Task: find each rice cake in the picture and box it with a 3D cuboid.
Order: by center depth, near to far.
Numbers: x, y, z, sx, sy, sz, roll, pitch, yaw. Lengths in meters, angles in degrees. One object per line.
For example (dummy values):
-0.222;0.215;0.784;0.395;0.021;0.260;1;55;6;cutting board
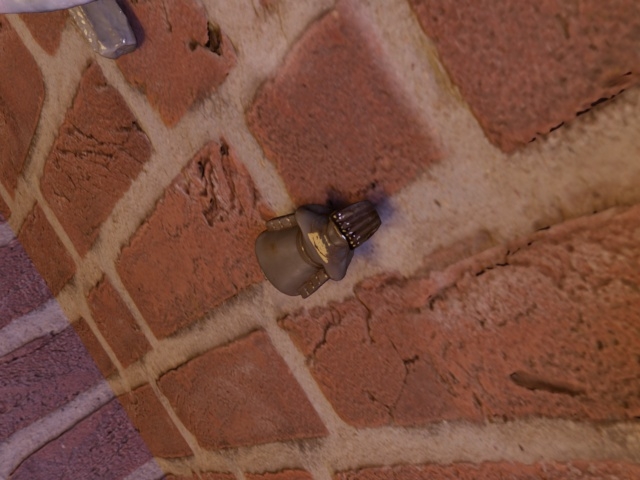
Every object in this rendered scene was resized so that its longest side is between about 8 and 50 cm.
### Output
-0.278;-0.309;1.098;0.256;0.052;0.057;58;-175;0;rice cake

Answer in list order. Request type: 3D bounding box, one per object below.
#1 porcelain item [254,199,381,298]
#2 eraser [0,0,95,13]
0.000;0.000;0.929;0.084;0.054;0.213;56;156;-2;porcelain item
-0.178;-0.357;0.620;0.082;0.213;0.397;21;140;40;eraser
